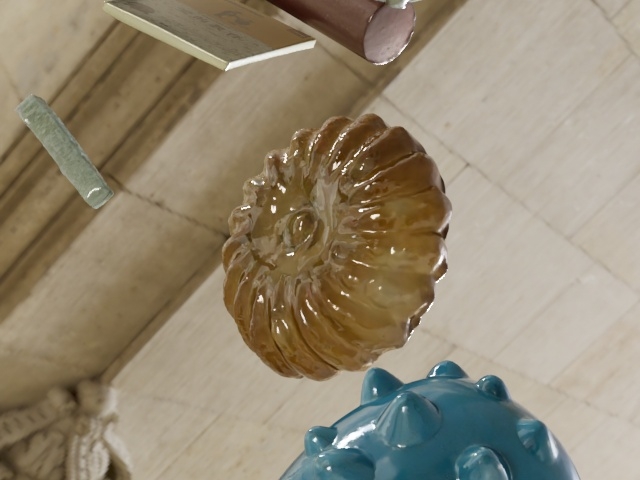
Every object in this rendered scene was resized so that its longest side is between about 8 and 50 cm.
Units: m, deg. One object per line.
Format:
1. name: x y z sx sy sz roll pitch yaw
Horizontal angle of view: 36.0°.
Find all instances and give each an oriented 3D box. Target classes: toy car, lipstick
1. toy car: 0.059 0.190 0.678 0.188 0.255 0.190 35 153 53
2. lipstick: -0.065 -0.241 0.805 0.357 0.057 0.057 39 -171 34

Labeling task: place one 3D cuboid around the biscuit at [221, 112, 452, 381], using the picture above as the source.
1. biscuit: 0.000 0.000 1.143 0.107 0.325 0.325 22 -155 -45

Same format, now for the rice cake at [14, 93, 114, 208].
1. rice cake: -0.285 -0.100 1.095 0.170 0.033 0.029 49 -176 23

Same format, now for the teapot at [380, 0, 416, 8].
1. teapot: 0.027 -0.137 0.183 0.107 0.200 0.077 -4 -121 -22

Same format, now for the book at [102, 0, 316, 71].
1. book: -0.088 -0.181 0.831 0.118 0.012 0.172 28 -155 13
